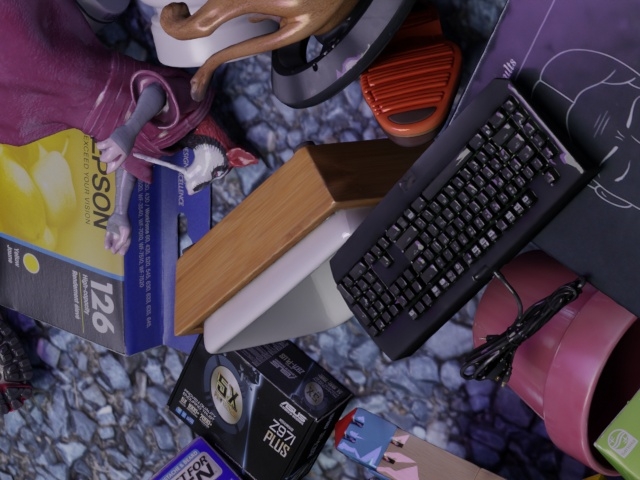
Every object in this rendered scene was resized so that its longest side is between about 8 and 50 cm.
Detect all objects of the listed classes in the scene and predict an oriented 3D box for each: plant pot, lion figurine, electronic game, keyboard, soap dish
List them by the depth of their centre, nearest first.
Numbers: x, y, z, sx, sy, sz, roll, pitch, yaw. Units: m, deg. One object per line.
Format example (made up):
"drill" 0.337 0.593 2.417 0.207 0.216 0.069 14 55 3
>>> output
"keyboard" 0.139 0.017 1.539 0.201 0.033 0.317 47 134 7
"lion figurine" 0.010 -0.305 1.614 0.240 0.142 0.392 13 85 43
"electronic game" 0.029 -0.227 1.673 0.048 0.229 0.229 33 137 -25
"plant pot" 0.256 0.101 1.675 0.180 0.201 0.201 31 128 42
"soap dish" 0.000 0.000 1.794 0.291 0.229 0.118 -39 69 41

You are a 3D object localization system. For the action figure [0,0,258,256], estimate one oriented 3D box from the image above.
"action figure" -0.237 -0.161 1.895 0.370 0.275 0.248 18 154 -16

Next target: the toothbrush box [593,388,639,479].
"toothbrush box" 0.411 0.250 1.555 0.283 0.206 0.122 37 86 32

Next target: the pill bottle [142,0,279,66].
"pill bottle" -0.126 -0.332 1.762 0.161 0.161 0.283 4 113 35

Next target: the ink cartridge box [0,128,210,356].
"ink cartridge box" -0.273 -0.018 2.082 0.307 0.072 0.303 19 120 32

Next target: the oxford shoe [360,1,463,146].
"oxford shoe" 0.094 -0.141 1.645 0.097 0.271 0.098 -9 117 8

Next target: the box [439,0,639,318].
"box" 0.344 -0.097 1.489 0.395 0.212 0.293 37 129 17

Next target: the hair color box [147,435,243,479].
"hair color box" -0.072 0.408 2.059 0.339 0.110 0.185 47 160 12

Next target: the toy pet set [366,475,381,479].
"toy pet set" 0.084 0.326 1.977 0.122 0.065 0.114 50 131 6

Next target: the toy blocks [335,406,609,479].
"toy blocks" 0.154 0.291 1.770 0.261 0.381 0.190 23 80 28

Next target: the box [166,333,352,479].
"box" -0.074 0.188 2.022 0.180 0.077 0.147 40 128 16

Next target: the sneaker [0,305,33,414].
"sneaker" -0.474 0.089 2.255 0.112 0.121 0.299 -9 98 71

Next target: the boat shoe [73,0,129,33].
"boat shoe" -0.322 -0.350 1.951 0.088 0.096 0.267 -33 98 37
